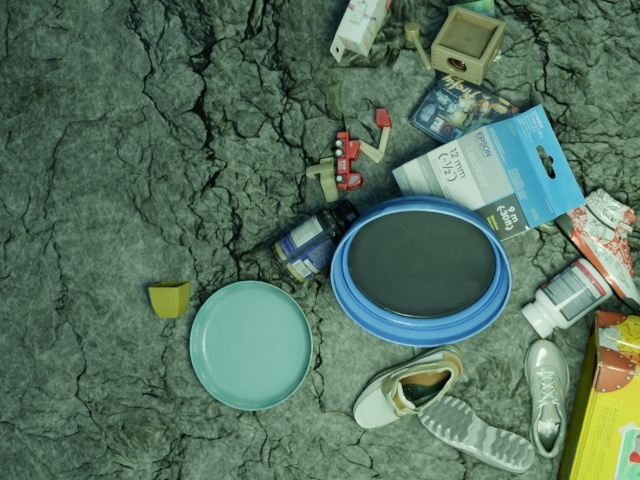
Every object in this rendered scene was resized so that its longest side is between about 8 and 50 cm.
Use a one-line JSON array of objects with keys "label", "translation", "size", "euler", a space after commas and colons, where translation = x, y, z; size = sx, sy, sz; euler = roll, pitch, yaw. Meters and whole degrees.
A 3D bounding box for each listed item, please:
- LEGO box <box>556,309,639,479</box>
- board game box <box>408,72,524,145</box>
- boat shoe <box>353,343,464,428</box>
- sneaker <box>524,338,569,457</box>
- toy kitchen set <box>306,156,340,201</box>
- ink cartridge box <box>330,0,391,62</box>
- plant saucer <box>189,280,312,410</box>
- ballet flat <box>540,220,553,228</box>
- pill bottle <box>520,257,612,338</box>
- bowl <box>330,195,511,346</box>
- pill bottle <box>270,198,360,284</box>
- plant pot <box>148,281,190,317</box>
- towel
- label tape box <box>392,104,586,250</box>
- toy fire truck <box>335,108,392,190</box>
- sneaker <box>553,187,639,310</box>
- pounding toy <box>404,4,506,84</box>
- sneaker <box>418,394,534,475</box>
[{"label": "LEGO box", "translation": [0.681, 0.420, 1.440], "size": [0.373, 0.193, 0.500], "euler": [9, 118, 13]}, {"label": "board game box", "translation": [0.354, -0.280, 1.746], "size": [0.243, 0.042, 0.165], "euler": [36, 95, 13]}, {"label": "boat shoe", "translation": [0.190, 0.344, 1.696], "size": [0.302, 0.103, 0.113], "euler": [-40, 90, 20]}, {"label": "sneaker", "translation": [0.505, 0.350, 1.631], "size": [0.099, 0.121, 0.262], "euler": [-5, 85, 12]}, {"label": "toy kitchen set", "translation": [0.007, -0.148, 1.828], "size": [0.068, 0.075, 0.083], "euler": [-9, 45, 10]}, {"label": "ink cartridge box", "translation": [0.099, -0.522, 1.785], "size": [0.067, 0.115, 0.198], "euler": [25, 94, 13]}, {"label": "plant saucer", "translation": [-0.169, 0.259, 1.839], "size": [0.318, 0.044, 0.317], "euler": [-1, 86, 13]}, {"label": "ballet flat", "translation": [0.462, -0.080, 1.711], "size": [0.168, 0.057, 0.052], "euler": [49, 126, 15]}, {"label": "pill bottle", "translation": [0.540, 0.131, 1.642], "size": [0.180, 0.108, 0.108], "euler": [-39, 79, 8]}, {"label": "bowl", "translation": [0.219, 0.069, 1.632], "size": [0.391, 0.077, 0.391], "euler": [5, 128, 6]}, {"label": "pill bottle", "translation": [0.000, 0.000, 1.773], "size": [0.219, 0.123, 0.122], "euler": [-34, 80, 9]}, {"label": "plant pot", "translation": [-0.380, 0.152, 1.879], "size": [0.081, 0.081, 0.083], "euler": [-1, 97, 13]}, {"label": "towel", "translation": [0.365, -0.496, 1.766], "size": [0.113, 0.023, 0.152], "euler": [-7, 85, 12]}, {"label": "label tape box", "translation": [0.370, -0.119, 1.653], "size": [0.348, 0.115, 0.249], "euler": [-25, 85, 26]}, {"label": "toy fire truck", "translation": [0.106, -0.218, 1.799], "size": [0.135, 0.047, 0.192], "euler": [-2, 87, 12]}, {"label": "sneaker", "translation": [0.655, 0.013, 1.631], "size": [0.145, 0.090, 0.270], "euler": [-39, 78, 9]}, {"label": "pounding toy", "translation": [0.291, -0.440, 1.709], "size": [0.206, 0.094, 0.181], "euler": [25, 74, 17]}, {"label": "sneaker", "translation": [0.341, 0.453, 1.675], "size": [0.281, 0.115, 0.105], "euler": [28, 62, 31]}]
